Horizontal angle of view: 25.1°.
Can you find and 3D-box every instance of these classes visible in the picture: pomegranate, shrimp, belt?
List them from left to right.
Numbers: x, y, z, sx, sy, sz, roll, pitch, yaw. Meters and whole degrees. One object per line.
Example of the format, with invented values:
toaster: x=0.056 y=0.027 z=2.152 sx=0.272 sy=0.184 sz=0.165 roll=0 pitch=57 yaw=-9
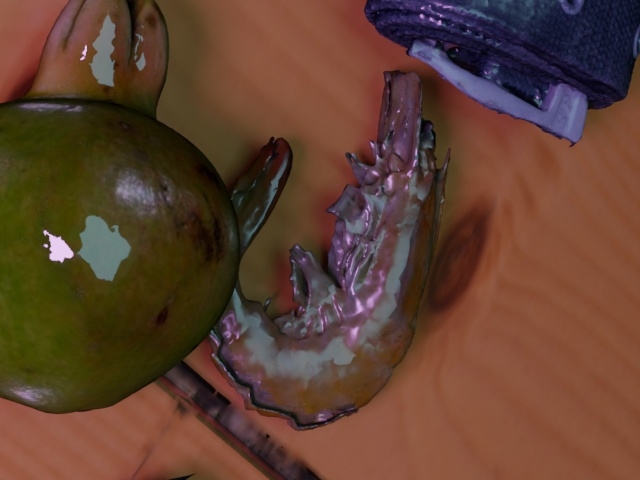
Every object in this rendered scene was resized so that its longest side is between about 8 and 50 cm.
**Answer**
pomegranate: x=-0.118 y=-0.016 z=0.815 sx=0.190 sy=0.159 sz=0.241 roll=47 pitch=61 yaw=-25
shrimp: x=-0.001 y=0.000 z=0.957 sx=0.173 sy=0.058 sz=0.253 roll=11 pitch=86 yaw=-24
belt: x=0.132 y=-0.151 z=0.998 sx=0.218 sy=0.122 sz=0.129 roll=20 pitch=82 yaw=-33

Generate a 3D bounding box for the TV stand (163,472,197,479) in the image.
TV stand: x=-0.074 y=0.273 z=0.869 sx=0.040 sy=0.049 sz=0.257 roll=-6 pitch=78 yaw=-34
